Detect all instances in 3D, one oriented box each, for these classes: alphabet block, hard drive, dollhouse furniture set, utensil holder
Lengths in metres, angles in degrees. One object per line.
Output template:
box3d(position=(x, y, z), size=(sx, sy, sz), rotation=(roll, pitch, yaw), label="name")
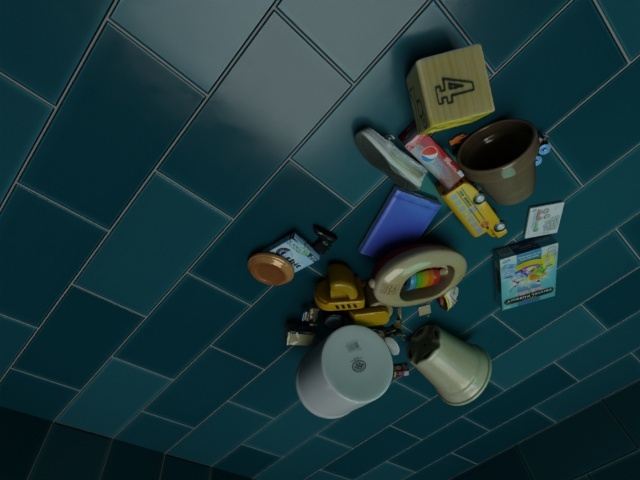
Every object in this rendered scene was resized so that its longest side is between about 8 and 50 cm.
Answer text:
box3d(position=(0.387, -0.449, 1.243), size=(0.193, 0.192, 0.197), rotation=(-14, 97, 5), label="alphabet block")
box3d(position=(0.318, -0.053, 1.656), size=(0.210, 0.040, 0.319), rotation=(16, 122, -18), label="hard drive")
box3d(position=(-0.087, 0.375, 1.885), size=(0.129, 0.129, 0.184), rotation=(6, 101, -11), label="dollhouse furniture set")
box3d(position=(0.094, 0.565, 1.736), size=(0.327, 0.328, 0.385), rotation=(10, 149, -14), label="utensil holder")

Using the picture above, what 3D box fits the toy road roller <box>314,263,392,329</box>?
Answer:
box3d(position=(0.137, 0.225, 1.735), size=(0.329, 0.202, 0.241), rotation=(-4, 126, -2), label="toy road roller")

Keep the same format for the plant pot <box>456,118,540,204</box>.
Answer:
box3d(position=(0.639, -0.252, 1.420), size=(0.263, 0.263, 0.229), rotation=(-31, 127, 15), label="plant pot")

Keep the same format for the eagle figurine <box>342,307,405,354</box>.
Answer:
box3d(position=(0.234, 0.422, 1.893), size=(0.298, 0.226, 0.225), rotation=(-6, 167, 5), label="eagle figurine")

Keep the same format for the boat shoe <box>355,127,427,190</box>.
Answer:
box3d(position=(0.253, -0.297, 1.438), size=(0.320, 0.118, 0.103), rotation=(34, 79, -24), label="boat shoe")

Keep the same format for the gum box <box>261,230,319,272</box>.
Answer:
box3d(position=(-0.123, 0.060, 1.661), size=(0.184, 0.041, 0.157), rotation=(-29, 125, 27), label="gum box")

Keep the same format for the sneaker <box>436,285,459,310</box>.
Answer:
box3d(position=(0.582, 0.214, 1.872), size=(0.092, 0.088, 0.225), rotation=(-27, 125, -20), label="sneaker")

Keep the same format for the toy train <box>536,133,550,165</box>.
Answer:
box3d(position=(0.759, -0.314, 1.504), size=(0.105, 0.080, 0.184), rotation=(16, 125, -7), label="toy train")

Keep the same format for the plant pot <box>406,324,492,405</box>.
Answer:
box3d(position=(0.608, 0.585, 2.013), size=(0.305, 0.334, 0.334), rotation=(39, 114, -17), label="plant pot")

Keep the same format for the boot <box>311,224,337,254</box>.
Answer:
box3d(position=(0.000, -0.001, 1.656), size=(0.121, 0.045, 0.099), rotation=(28, 124, -22), label="boot")

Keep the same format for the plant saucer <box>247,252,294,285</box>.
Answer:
box3d(position=(-0.208, 0.126, 1.681), size=(0.200, 0.037, 0.200), rotation=(8, 140, 7), label="plant saucer")

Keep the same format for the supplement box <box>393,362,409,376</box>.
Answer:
box3d(position=(0.435, 0.704, 2.213), size=(0.083, 0.055, 0.043), rotation=(-6, 126, -4), label="supplement box")

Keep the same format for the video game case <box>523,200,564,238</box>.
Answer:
box3d(position=(0.945, -0.087, 1.725), size=(0.143, 0.019, 0.157), rotation=(-10, 126, 0), label="video game case")

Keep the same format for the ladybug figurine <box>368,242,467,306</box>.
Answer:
box3d(position=(0.389, 0.128, 1.676), size=(0.449, 0.162, 0.305), rotation=(-4, 130, -25), label="ladybug figurine")

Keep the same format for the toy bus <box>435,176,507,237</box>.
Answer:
box3d(position=(0.599, -0.126, 1.597), size=(0.130, 0.108, 0.332), rotation=(-37, 122, 19), label="toy bus")

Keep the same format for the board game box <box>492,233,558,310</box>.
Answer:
box3d(position=(0.934, 0.151, 1.860), size=(0.253, 0.079, 0.336), rotation=(-18, 126, 6), label="board game box")

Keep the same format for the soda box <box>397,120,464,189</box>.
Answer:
box3d(position=(0.398, -0.302, 1.453), size=(0.263, 0.092, 0.083), rotation=(35, 114, -28), label="soda box")

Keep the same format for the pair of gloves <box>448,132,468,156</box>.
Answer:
box3d(position=(0.509, -0.349, 1.484), size=(0.074, 0.010, 0.083), rotation=(-26, 126, 8), label="pair of gloves")

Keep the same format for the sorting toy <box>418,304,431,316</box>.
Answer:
box3d(position=(0.510, 0.349, 1.990), size=(0.062, 0.012, 0.083), rotation=(-18, 123, 0), label="sorting toy")
